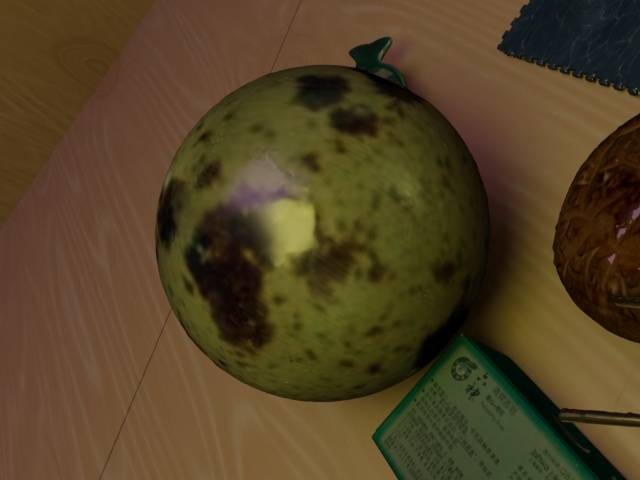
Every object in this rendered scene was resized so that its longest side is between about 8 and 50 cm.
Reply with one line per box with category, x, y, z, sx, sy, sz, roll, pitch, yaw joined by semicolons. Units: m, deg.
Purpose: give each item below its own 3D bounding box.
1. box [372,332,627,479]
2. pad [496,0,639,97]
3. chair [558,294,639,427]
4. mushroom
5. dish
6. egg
box;0.174;0.223;0.657;0.153;0.092;0.245;-52;39;12
pad;0.368;-0.308;0.836;0.270;0.012;0.269;-57;38;5
chair;0.338;0.113;0.432;0.325;0.160;0.170;-3;33;42
mushroom;0.322;-0.022;0.609;0.253;0.153;0.253;-31;37;27
dish;0.069;-0.163;1.019;0.224;0.078;0.246;-3;66;46
egg;0.000;0.000;0.771;0.428;0.344;0.345;103;-176;-75
